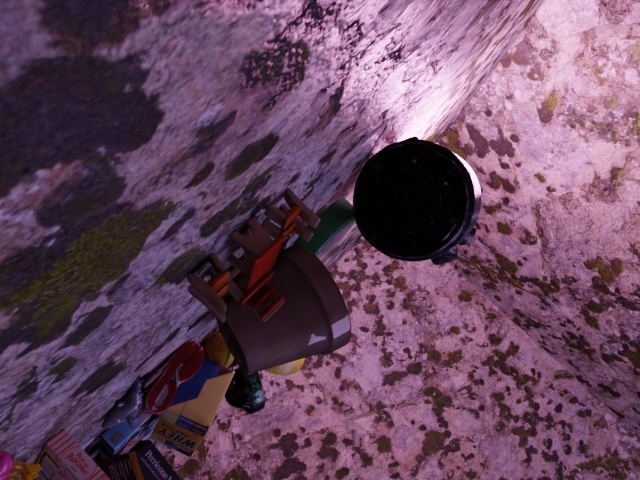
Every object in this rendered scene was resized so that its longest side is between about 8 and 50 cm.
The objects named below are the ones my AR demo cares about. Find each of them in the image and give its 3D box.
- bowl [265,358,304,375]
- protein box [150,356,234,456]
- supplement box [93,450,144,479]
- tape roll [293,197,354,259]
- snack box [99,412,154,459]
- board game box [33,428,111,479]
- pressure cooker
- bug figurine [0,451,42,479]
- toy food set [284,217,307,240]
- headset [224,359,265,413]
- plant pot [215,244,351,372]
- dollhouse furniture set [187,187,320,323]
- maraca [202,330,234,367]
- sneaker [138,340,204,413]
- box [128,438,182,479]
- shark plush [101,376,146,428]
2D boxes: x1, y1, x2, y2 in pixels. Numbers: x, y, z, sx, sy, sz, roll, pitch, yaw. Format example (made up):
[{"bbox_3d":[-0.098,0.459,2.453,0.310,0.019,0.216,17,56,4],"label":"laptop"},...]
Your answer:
[{"bbox_3d":[-0.159,0.351,1.868,0.156,0.289,0.289,-58,170,23],"label":"bowl"},{"bbox_3d":[-0.379,0.487,1.454,0.201,0.136,0.200,-58,-173,39],"label":"protein box"},{"bbox_3d":[-0.587,0.705,1.316,0.194,0.191,0.129,8,129,-49],"label":"supplement box"},{"bbox_3d":[0.000,0.000,1.658,0.321,0.077,0.321,-46,174,-6],"label":"tape roll"},{"bbox_3d":[-0.569,0.572,1.482,0.187,0.060,0.322,-41,171,-38],"label":"snack box"},{"bbox_3d":[-0.510,0.488,0.986,0.193,0.147,0.045,-51,172,32],"label":"board game box"},{"bbox_3d":[0.330,-0.123,1.581,0.420,0.375,0.370,-13,128,-67],"label":"pressure cooker"},{"bbox_3d":[-0.531,0.403,0.684,0.216,0.072,0.279,-54,168,8],"label":"bug figurine"},{"bbox_3d":[-0.081,-0.026,1.250,0.122,0.019,0.078,-29,163,-45],"label":"toy food set"},{"bbox_3d":[-0.314,0.463,1.697,0.185,0.243,0.394,-18,-172,-24],"label":"headset"},{"bbox_3d":[-0.119,0.211,1.340,0.280,0.323,0.323,-26,165,-25],"label":"plant pot"},{"bbox_3d":[-0.121,0.064,0.996,0.262,0.135,0.259,-44,173,-25],"label":"dollhouse furniture set"},{"bbox_3d":[-0.332,0.363,1.546,0.099,0.127,0.185,20,128,-38],"label":"maraca"},{"bbox_3d":[-0.409,0.358,1.290,0.128,0.087,0.221,-21,-160,37],"label":"sneaker"},{"bbox_3d":[-0.630,0.993,1.555,0.297,0.480,0.472,-32,-173,44],"label":"box"},{"bbox_3d":[-0.462,0.396,1.175,0.067,0.073,0.161,14,130,-47],"label":"shark plush"}]
